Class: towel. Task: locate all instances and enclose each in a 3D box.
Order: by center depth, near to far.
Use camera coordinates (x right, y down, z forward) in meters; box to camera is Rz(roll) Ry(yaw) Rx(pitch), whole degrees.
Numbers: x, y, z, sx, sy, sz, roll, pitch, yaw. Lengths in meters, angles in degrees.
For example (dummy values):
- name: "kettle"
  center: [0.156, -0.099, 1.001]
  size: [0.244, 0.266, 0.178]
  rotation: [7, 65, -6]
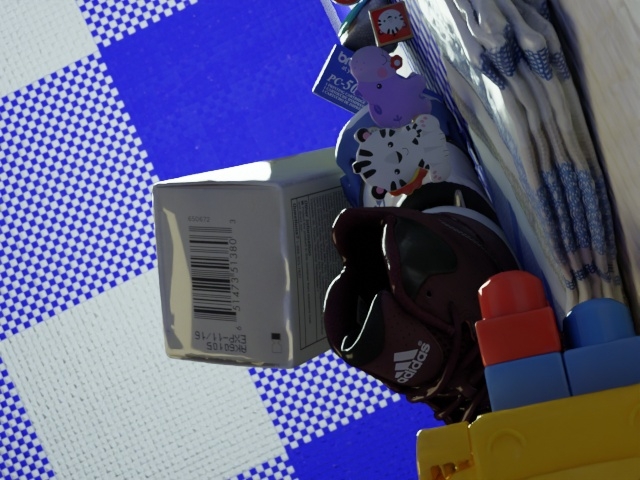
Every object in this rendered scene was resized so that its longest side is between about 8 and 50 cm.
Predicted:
- name: "towel"
  center: [0.085, -0.052, 0.554]
  size: [0.285, 0.034, 0.209]
  rotation: [61, -174, -46]

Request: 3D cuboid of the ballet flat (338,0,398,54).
- name: "ballet flat"
  center: [0.048, -0.185, 1.022]
  size: [0.052, 0.057, 0.168]
  rotation: [36, -169, -6]

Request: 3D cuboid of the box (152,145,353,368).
- name: "box"
  center: [0.000, 0.000, 1.003]
  size: [0.311, 0.121, 0.148]
  rotation: [-17, -74, -60]

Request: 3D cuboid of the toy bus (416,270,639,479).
- name: "toy bus"
  center: [0.111, 0.124, 0.451]
  size: [0.220, 0.149, 0.211]
  rotation: [53, -156, -61]

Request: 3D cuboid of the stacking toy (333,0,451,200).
- name: "stacking toy"
  center: [0.027, -0.130, 0.693]
  size: [0.167, 0.052, 0.221]
  rotation: [-56, -48, -83]

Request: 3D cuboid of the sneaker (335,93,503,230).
- name: "sneaker"
  center: [0.106, 0.061, 0.873]
  size: [0.182, 0.127, 0.315]
  rotation: [-106, -8, -59]

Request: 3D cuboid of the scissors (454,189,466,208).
- name: "scissors"
  center: [0.122, 0.120, 0.732]
  size: [0.109, 0.021, 0.297]
  rotation: [-124, 25, -71]

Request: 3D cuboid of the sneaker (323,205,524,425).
- name: "sneaker"
  center: [0.081, 0.093, 0.618]
  size: [0.162, 0.106, 0.281]
  rotation: [13, -142, -52]

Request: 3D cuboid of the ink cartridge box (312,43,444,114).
- name: "ink cartridge box"
  center: [0.045, -0.127, 1.009]
  size: [0.097, 0.046, 0.207]
  rotation: [26, -173, -4]
